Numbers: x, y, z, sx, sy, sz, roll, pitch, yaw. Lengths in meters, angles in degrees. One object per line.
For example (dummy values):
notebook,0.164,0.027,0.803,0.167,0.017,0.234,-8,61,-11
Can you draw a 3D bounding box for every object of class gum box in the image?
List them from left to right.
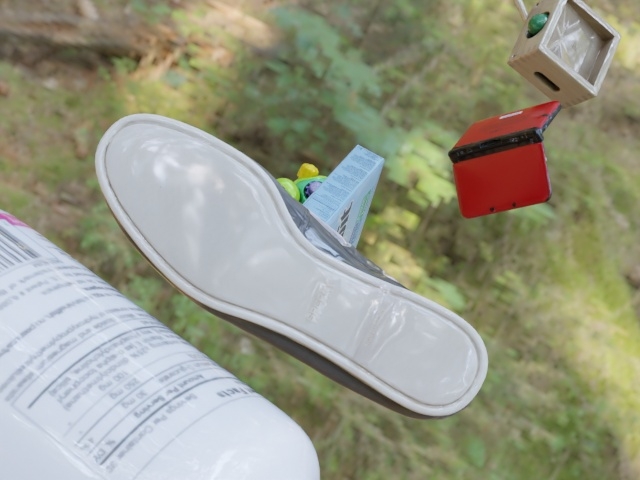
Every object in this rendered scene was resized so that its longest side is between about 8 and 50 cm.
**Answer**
gum box,0.000,0.000,1.668,0.041,0.157,0.184,29,44,13

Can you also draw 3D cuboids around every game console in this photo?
game console,0.247,-0.105,1.870,0.124,0.144,0.085,-49,117,-43

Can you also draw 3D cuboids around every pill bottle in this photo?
pill bottle,-0.102,0.118,0.679,0.283,0.160,0.160,34,16,23

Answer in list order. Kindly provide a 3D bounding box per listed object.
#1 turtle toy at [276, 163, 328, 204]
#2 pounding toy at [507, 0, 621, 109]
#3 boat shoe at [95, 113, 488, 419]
turtle toy,-0.016,-0.045,1.832,0.130,0.095,0.066,20,11,-27
pounding toy,0.318,-0.274,1.976,0.141,0.130,0.100,36,-26,-19
boat shoe,-0.028,0.029,1.088,0.335,0.112,0.095,34,-11,-1
